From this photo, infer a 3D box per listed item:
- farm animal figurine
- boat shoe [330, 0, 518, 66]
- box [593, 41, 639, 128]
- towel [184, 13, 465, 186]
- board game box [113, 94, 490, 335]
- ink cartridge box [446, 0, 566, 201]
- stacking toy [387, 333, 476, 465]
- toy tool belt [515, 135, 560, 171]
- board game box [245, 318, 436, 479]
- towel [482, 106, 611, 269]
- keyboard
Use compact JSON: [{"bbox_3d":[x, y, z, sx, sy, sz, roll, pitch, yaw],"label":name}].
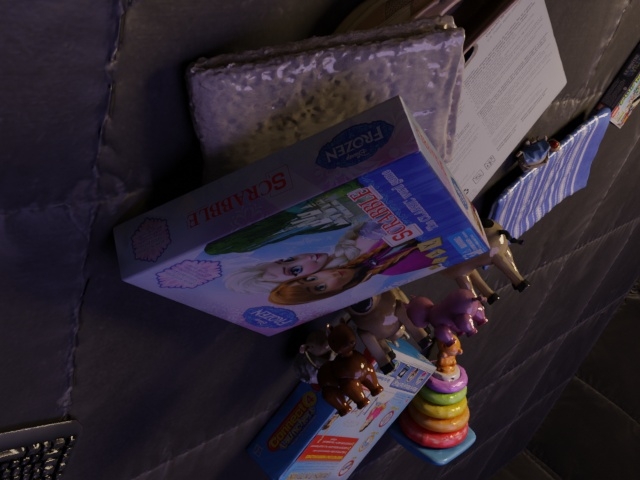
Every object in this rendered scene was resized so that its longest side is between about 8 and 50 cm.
[{"bbox_3d":[0.101,0.086,1.078,0.330,0.172,0.327,-34,177,-11],"label":"farm animal figurine"},{"bbox_3d":[0.106,-0.216,0.820,0.341,0.110,0.121,-49,151,4],"label":"boat shoe"},{"bbox_3d":[0.637,-0.331,1.496,0.114,0.036,0.207,5,121,-55],"label":"box"},{"bbox_3d":[0.010,-0.125,0.762,0.282,0.049,0.187,-11,137,-10],"label":"towel"},{"bbox_3d":[0.000,0.000,0.824,0.318,0.066,0.319,-23,155,17],"label":"board game box"},{"bbox_3d":[0.194,-0.184,1.030,0.324,0.071,0.330,-51,148,2],"label":"ink cartridge box"},{"bbox_3d":[0.271,0.334,1.686,0.166,0.175,0.302,-21,127,-41],"label":"stacking toy"},{"bbox_3d":[0.391,-0.162,1.337,0.083,0.052,0.051,-31,145,6],"label":"toy tool belt"},{"bbox_3d":[0.051,0.308,1.386,0.302,0.086,0.308,-51,151,3],"label":"board game box"},{"bbox_3d":[0.445,-0.100,1.481,0.336,0.040,0.243,-38,153,-20],"label":"towel"},{"bbox_3d":[-0.413,0.291,0.786,0.317,0.033,0.201,3,123,-54],"label":"keyboard"}]
